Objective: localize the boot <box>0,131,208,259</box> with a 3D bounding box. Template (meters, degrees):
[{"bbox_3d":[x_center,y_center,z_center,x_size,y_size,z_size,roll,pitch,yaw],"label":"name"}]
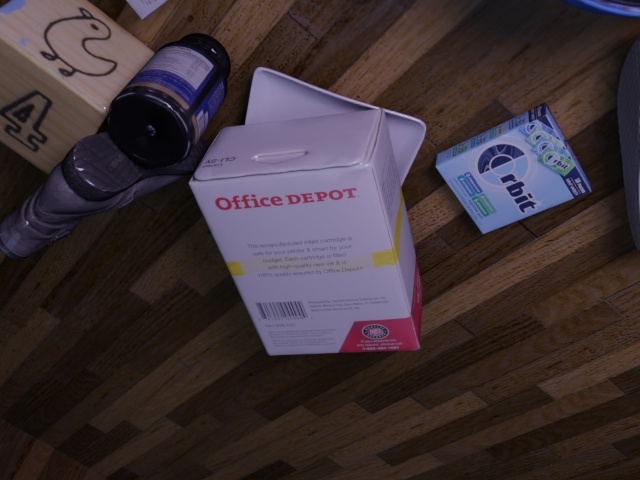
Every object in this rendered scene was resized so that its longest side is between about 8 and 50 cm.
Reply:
[{"bbox_3d":[-0.334,-0.092,1.024,0.222,0.338,0.118,-32,89,28],"label":"boot"}]

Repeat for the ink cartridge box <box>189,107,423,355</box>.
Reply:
[{"bbox_3d":[0.000,0.000,1.062,0.279,0.161,0.385,-4,130,18],"label":"ink cartridge box"}]

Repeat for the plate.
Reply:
[{"bbox_3d":[0.004,-0.134,1.083,0.277,0.045,0.277,19,132,-1],"label":"plate"}]

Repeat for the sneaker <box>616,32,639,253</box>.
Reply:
[{"bbox_3d":[0.499,-0.135,0.897,0.150,0.135,0.366,-12,135,16],"label":"sneaker"}]

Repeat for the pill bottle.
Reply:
[{"bbox_3d":[-0.207,-0.214,0.954,0.122,0.219,0.123,8,132,9],"label":"pill bottle"}]

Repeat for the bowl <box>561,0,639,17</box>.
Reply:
[{"bbox_3d":[0.325,-0.385,0.564,0.390,0.077,0.392,2,125,3],"label":"bowl"}]

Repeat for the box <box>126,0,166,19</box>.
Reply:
[{"bbox_3d":[-0.231,-0.401,0.896,0.137,0.072,0.126,-22,121,32],"label":"box"}]

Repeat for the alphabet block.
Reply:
[{"bbox_3d":[-0.405,-0.246,1.004,0.197,0.193,0.193,36,132,-17],"label":"alphabet block"}]

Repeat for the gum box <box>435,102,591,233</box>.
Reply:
[{"bbox_3d":[0.300,-0.106,1.025,0.184,0.041,0.157,-24,120,31],"label":"gum box"}]
